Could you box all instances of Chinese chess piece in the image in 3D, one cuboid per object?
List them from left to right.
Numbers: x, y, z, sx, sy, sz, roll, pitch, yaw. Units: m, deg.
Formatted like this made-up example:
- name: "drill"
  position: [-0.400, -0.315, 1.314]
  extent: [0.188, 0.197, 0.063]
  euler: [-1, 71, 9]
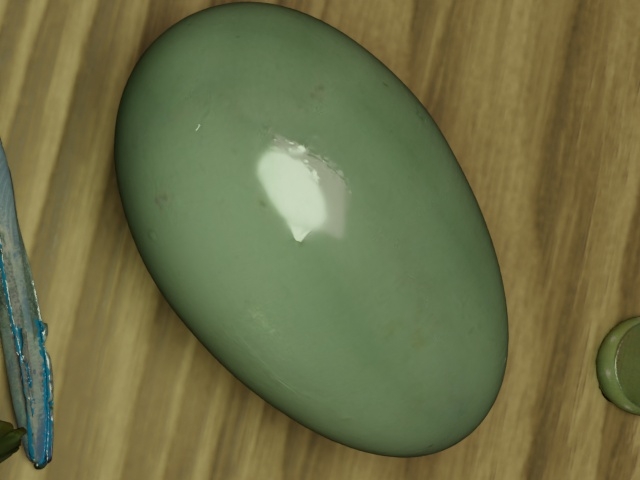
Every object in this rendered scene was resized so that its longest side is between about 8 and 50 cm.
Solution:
- name: "Chinese chess piece"
  position: [0.271, 0.105, 1.412]
  extent: [0.084, 0.034, 0.084]
  euler: [1, 87, -20]

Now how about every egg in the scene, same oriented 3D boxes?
- name: "egg"
  position: [0.000, 0.000, 1.211]
  extent: [0.230, 0.230, 0.371]
  euler: [-39, 107, -16]

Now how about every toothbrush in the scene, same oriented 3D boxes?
- name: "toothbrush"
  position: [-0.234, -0.036, 1.228]
  extent: [0.035, 0.042, 0.413]
  euler: [-14, 96, -57]

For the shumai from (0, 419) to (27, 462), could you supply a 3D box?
- name: "shumai"
  position: [-0.378, 0.148, 1.035]
  extent: [0.395, 0.395, 0.348]
  euler: [29, 58, -17]
